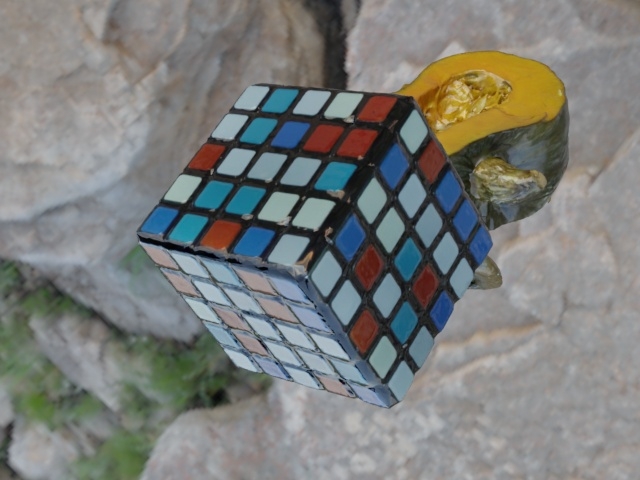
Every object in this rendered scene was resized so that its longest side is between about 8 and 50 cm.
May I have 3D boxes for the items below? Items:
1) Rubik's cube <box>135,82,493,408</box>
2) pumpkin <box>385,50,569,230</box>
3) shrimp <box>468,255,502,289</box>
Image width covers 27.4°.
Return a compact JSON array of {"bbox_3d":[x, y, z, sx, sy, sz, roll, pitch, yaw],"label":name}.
[{"bbox_3d":[0.000,0.000,1.058,0.187,0.182,0.184,9,145,42],"label":"Rubik's cube"},{"bbox_3d":[0.147,-0.088,1.445,0.222,0.317,0.139,40,138,36],"label":"pumpkin"},{"bbox_3d":[0.135,0.020,1.839,0.262,0.051,0.198,17,162,24],"label":"shrimp"}]
